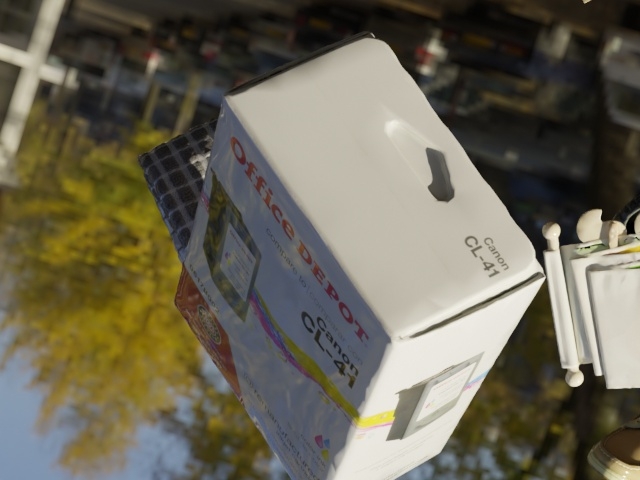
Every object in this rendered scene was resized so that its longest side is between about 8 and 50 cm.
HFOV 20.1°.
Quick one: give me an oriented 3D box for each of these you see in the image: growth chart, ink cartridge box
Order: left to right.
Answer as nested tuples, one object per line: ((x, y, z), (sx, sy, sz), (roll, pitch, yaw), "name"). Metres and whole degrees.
((0.014, 0.033, 1.307), (0.226, 0.131, 0.306), (55, 156, 20), "ink cartridge box")
((0.312, 0.055, 1.574), (0.237, 0.171, 0.021), (1, -172, 15), "growth chart")

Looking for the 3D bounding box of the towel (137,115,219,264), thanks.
((0.000, 0.000, 1.570), (0.283, 0.235, 0.121), (61, 171, 19), "towel")

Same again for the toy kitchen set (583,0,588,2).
((0.177, -0.221, 1.436), (0.083, 0.075, 0.068), (60, -161, -6), "toy kitchen set")

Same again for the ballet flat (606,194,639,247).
((0.384, -0.028, 2.026), (0.057, 0.049, 0.173), (40, 131, -19), "ballet flat")

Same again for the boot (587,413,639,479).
((0.383, 0.177, 1.921), (0.213, 0.165, 0.077), (-9, -136, -47), "boot")
